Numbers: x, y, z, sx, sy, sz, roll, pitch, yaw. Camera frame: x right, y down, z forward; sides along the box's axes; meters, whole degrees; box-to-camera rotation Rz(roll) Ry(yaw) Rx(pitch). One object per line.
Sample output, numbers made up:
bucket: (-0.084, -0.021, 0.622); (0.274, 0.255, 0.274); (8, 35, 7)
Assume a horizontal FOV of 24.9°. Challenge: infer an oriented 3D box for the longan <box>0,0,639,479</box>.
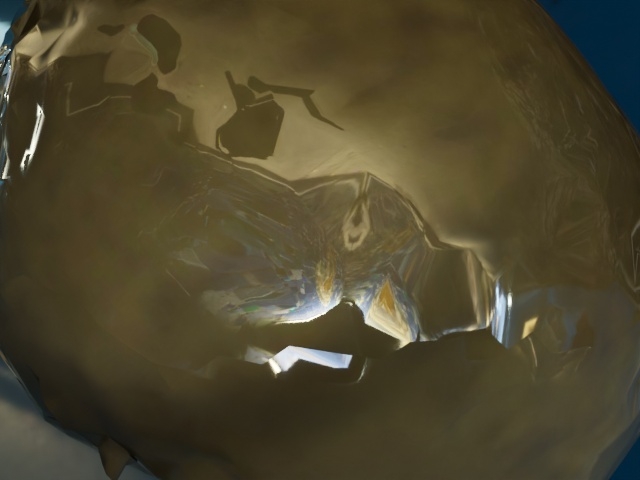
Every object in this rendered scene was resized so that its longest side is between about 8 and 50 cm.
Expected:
longan: (-0.007, -0.002, 0.864); (0.404, 0.404, 0.436); (-27, -111, -36)
